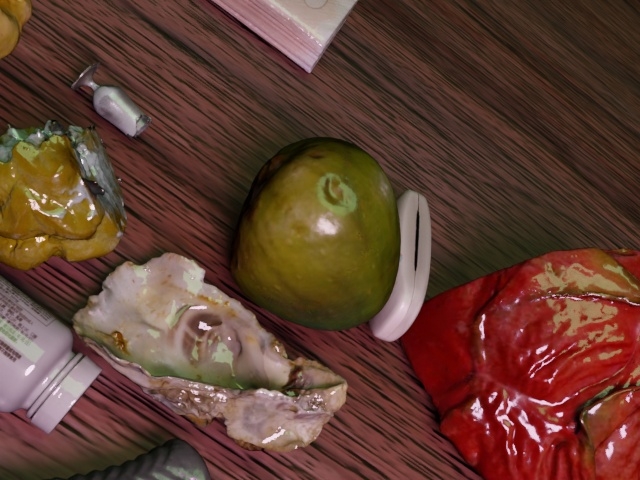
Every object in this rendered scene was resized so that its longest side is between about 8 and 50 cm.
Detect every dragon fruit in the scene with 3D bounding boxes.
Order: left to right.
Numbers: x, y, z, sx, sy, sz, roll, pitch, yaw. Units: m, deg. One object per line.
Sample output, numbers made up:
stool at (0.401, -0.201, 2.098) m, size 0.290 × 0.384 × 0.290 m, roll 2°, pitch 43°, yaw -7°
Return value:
dragon fruit at (0.289, 0.176, 0.836) m, size 0.240 × 0.302 × 0.330 m, roll 7°, pitch 59°, yaw -67°

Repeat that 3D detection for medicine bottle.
medicine bottle at (-0.239, 0.079, 0.578) m, size 0.140 × 0.079 × 0.079 m, roll 39°, pitch 44°, yaw -6°

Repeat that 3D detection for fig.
fig at (0.000, 0.000, 0.745) m, size 0.191 × 0.181 × 0.181 m, roll 55°, pitch 38°, yaw -26°

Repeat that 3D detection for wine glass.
wine glass at (-0.213, -0.144, 0.794) m, size 0.083 × 0.039 × 0.042 m, roll 42°, pitch 35°, yaw -6°

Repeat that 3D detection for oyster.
oyster at (-0.096, 0.107, 0.657) m, size 0.233 × 0.107 × 0.161 m, roll 25°, pitch 36°, yaw 1°

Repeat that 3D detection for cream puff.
cream puff at (-0.242, -0.039, 0.648) m, size 0.156 × 0.156 × 0.121 m, roll -19°, pitch 114°, yaw -43°

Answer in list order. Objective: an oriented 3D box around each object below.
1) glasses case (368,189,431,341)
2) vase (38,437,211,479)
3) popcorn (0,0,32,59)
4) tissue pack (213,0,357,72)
glasses case at (0.088, 0.023, 0.851) m, size 0.051 × 0.081 × 0.204 m, roll 25°, pitch 40°, yaw -13°
vase at (-0.190, 0.195, 0.517) m, size 0.238 × 0.115 × 0.115 m, roll -2°, pitch 60°, yaw -40°
popcorn at (-0.380, -0.245, 0.611) m, size 0.297 × 0.281 × 0.315 m, roll 24°, pitch 87°, yaw -27°
tissue pack at (-0.108, -0.374, 1.020) m, size 0.325 × 0.071 × 0.170 m, roll 34°, pitch 46°, yaw -9°
